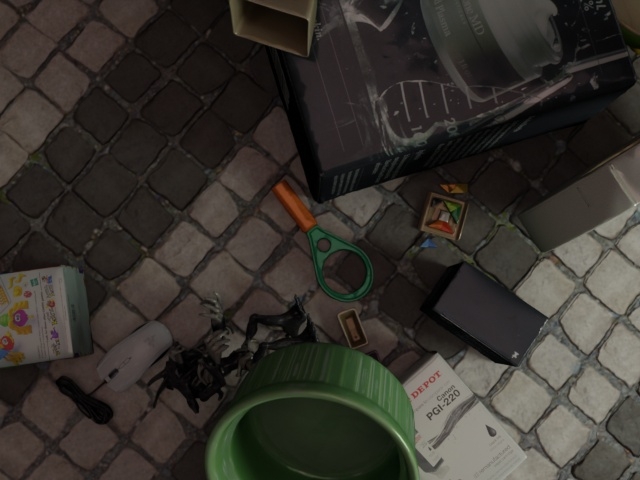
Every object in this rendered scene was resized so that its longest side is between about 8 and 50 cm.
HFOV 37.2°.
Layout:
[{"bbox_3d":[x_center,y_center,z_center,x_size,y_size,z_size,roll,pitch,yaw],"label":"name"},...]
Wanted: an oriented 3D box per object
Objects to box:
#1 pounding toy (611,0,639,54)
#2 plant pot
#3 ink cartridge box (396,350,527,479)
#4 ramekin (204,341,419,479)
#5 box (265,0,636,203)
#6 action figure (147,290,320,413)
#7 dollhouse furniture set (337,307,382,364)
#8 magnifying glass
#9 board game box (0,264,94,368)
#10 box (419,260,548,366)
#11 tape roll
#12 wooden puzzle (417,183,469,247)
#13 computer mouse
[{"bbox_3d":[0.525,-0.369,1.569,0.236,0.110,0.183,-35,74,-32],"label":"pounding toy"},{"bbox_3d":[-0.052,-0.322,1.259,0.109,0.109,0.096,18,75,3],"label":"plant pot"},{"bbox_3d":[0.192,0.304,1.502,0.158,0.092,0.218,-41,85,-4],"label":"ink cartridge box"},{"bbox_3d":[-0.003,0.294,1.375,0.303,0.148,0.304,4,119,7],"label":"ramekin"},{"bbox_3d":[0.148,-0.362,1.457,0.471,0.297,0.480,-17,86,-4],"label":"box"},{"bbox_3d":[-0.148,0.161,1.478,0.275,0.164,0.141,-20,125,-7],"label":"action figure"},{"bbox_3d":[0.043,0.172,1.514,0.090,0.081,0.114,-21,86,-2],"label":"dollhouse furniture set"},{"bbox_3d":[0.000,0.000,1.556,0.092,0.026,0.231,-37,86,-3],"label":"magnifying glass"},{"bbox_3d":[-0.511,0.129,1.480,0.275,0.142,0.145,-8,86,-2],"label":"board game box"},{"bbox_3d":[0.251,0.115,1.484,0.156,0.158,0.093,34,86,1],"label":"box"},{"bbox_3d":[0.470,-0.112,1.390,0.392,0.392,0.072,-32,87,-3],"label":"tape roll"},{"bbox_3d":[0.202,-0.042,1.568,0.078,0.014,0.116,9,86,0],"label":"wooden puzzle"},{"bbox_3d":[-0.322,0.202,1.527,0.193,0.042,0.106,-43,86,-4],"label":"computer mouse"}]
